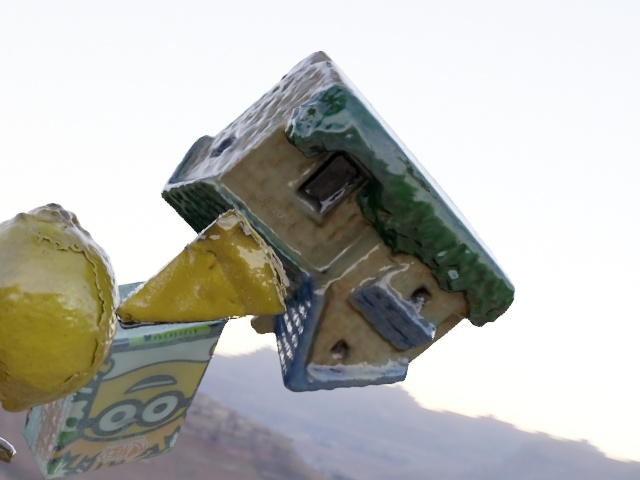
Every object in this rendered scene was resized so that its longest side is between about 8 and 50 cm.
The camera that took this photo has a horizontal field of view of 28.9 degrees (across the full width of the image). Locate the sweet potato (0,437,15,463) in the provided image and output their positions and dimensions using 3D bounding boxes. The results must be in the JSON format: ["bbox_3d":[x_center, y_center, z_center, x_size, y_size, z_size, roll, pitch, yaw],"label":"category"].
[{"bbox_3d":[-0.571,0.272,1.892,0.233,0.081,0.062,46,-11,-2],"label":"sweet potato"}]

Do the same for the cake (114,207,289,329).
[{"bbox_3d":[-0.101,0.050,1.164,0.116,0.185,0.080,47,27,1],"label":"cake"}]

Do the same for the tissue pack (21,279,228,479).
[{"bbox_3d":[-0.293,0.204,1.843,0.228,0.311,0.128,-7,46,-37],"label":"tissue pack"}]

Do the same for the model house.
[{"bbox_3d":[0.000,0.000,1.671,0.382,0.342,0.334,48,9,-20],"label":"model house"}]

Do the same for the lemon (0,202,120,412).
[{"bbox_3d":[-0.347,0.082,1.516,0.204,0.260,0.204,9,-4,1],"label":"lemon"}]
